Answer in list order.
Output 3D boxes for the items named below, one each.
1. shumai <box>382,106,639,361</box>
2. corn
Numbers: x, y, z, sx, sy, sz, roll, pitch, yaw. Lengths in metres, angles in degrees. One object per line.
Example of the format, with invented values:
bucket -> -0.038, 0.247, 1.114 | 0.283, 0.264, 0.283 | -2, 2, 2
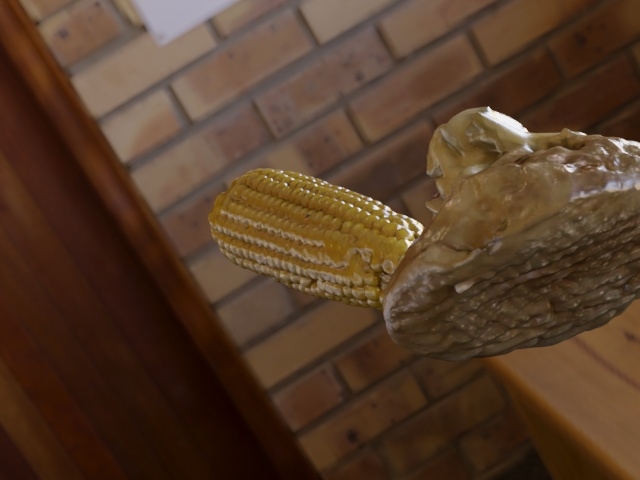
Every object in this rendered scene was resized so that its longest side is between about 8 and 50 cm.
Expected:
shumai -> 0.124, -0.018, 0.918 | 0.209, 0.161, 0.153 | -26, 47, 4
corn -> 0.000, 0.000, 1.222 | 0.097, 0.097, 0.261 | -40, 36, -25
